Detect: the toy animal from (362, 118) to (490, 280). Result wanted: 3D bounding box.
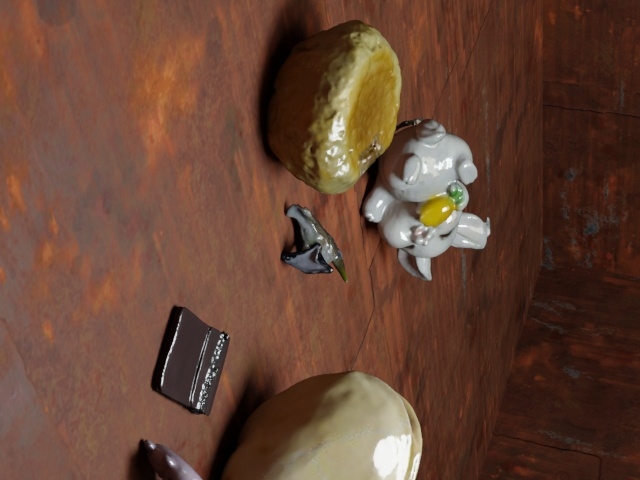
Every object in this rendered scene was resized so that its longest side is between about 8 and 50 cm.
[{"bbox_3d":[0.181,-0.068,2.177,0.154,0.208,0.325,63,6,37],"label":"toy animal"}]

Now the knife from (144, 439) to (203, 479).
[{"bbox_3d":[-0.103,0.369,1.567,0.038,0.132,0.399,-47,134,-18],"label":"knife"}]

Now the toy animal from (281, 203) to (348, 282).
[{"bbox_3d":[-0.001,0.009,1.874,0.202,0.070,0.105,21,60,-68],"label":"toy animal"}]

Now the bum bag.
[{"bbox_3d":[-0.152,0.147,1.541,0.159,0.026,0.109,50,52,-67],"label":"bum bag"}]

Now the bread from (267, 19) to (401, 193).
[{"bbox_3d":[0.015,-0.178,1.720,0.244,0.134,0.244,13,90,-72],"label":"bread"}]

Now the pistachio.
[{"bbox_3d":[-0.008,0.321,1.745,0.321,0.238,0.229,-47,163,-3],"label":"pistachio"}]
